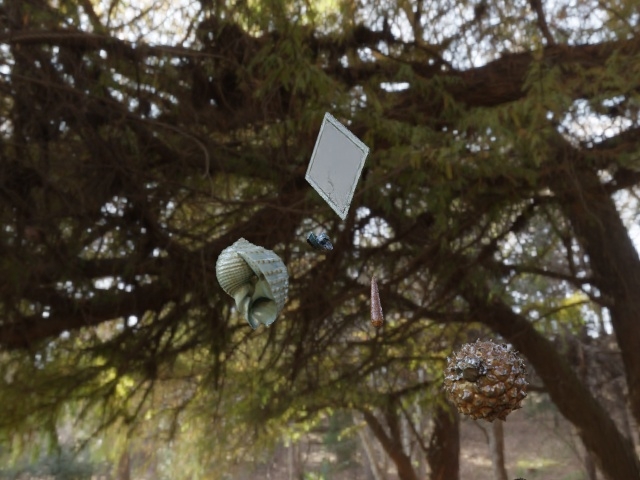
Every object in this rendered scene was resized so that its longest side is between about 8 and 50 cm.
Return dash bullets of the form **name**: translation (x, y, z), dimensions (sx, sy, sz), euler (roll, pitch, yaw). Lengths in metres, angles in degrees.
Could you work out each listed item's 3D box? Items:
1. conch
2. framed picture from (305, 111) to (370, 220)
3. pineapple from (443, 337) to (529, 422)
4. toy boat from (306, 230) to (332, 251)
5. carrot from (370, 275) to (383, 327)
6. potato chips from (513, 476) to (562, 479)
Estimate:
- **conch**: translation (-0.227, 0.142, 2.284), dimensions (0.303, 0.319, 0.215), euler (-11, 20, 48)
- **framed picture**: translation (0.044, -0.209, 1.714), dimensions (0.016, 0.273, 0.216), euler (4, -60, -30)
- **pineapple**: translation (0.313, 0.264, 1.187), dimensions (0.166, 0.166, 0.193), euler (-12, -27, 27)
- **toy boat**: translation (0.000, 0.000, 2.245), dimensions (0.061, 0.060, 0.137), euler (-44, -40, 16)
- **carrot**: translation (0.207, 0.229, 2.333), dimensions (0.048, 0.216, 0.048), euler (-1, -31, -1)
- **potato chips**: translation (0.502, 0.577, 1.343), dimensions (0.209, 0.142, 0.026), euler (38, -24, 8)
